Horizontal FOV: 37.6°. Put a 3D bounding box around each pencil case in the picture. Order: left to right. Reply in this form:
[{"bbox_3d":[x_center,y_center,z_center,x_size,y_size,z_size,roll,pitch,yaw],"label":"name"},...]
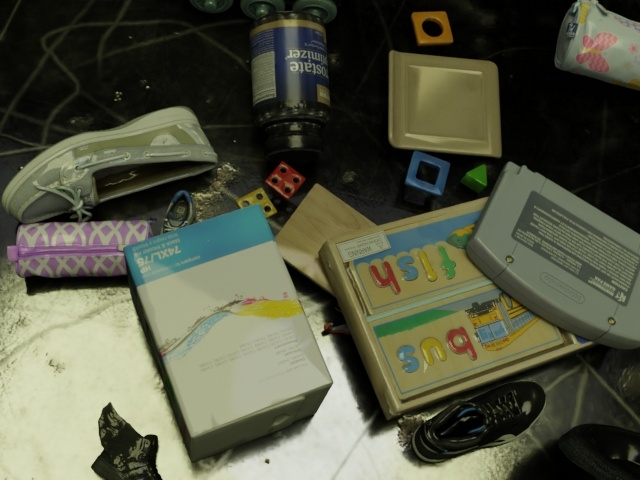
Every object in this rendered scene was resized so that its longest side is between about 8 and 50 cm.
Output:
[{"bbox_3d":[-0.340,0.014,1.364,0.206,0.088,0.086,-3,104,-6],"label":"pencil case"},{"bbox_3d":[0.539,-0.321,1.602,0.273,0.113,0.124,16,89,-2],"label":"pencil case"}]

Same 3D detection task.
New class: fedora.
[{"bbox_3d":[0.464,0.379,1.257,0.334,0.334,0.152,17,100,-1],"label":"fedora"}]

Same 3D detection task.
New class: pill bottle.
[{"bbox_3d":[-0.047,-0.238,1.477,0.123,0.123,0.219,-3,82,-9],"label":"pill bottle"}]

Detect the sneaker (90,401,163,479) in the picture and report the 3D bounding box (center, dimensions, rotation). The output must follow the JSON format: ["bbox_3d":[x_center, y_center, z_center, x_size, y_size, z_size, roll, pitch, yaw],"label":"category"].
[{"bbox_3d":[-0.244,0.302,1.281,0.170,0.051,0.089,30,72,9],"label":"sneaker"}]

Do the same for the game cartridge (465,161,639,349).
[{"bbox_3d":[0.371,0.029,1.409,0.297,0.062,0.198,32,64,-1],"label":"game cartridge"}]

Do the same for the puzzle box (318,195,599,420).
[{"bbox_3d":[0.229,0.079,1.401,0.409,0.052,0.272,-15,72,-23],"label":"puzzle box"}]

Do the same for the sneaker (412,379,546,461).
[{"bbox_3d":[0.242,0.251,1.328,0.217,0.121,0.079,-21,73,-15],"label":"sneaker"}]

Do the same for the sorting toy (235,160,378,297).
[{"bbox_3d":[0.000,0.000,1.433,0.274,0.046,0.132,35,68,0],"label":"sorting toy"}]

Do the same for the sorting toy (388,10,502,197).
[{"bbox_3d":[0.203,-0.222,1.557,0.196,0.047,0.347,6,68,-10],"label":"sorting toy"}]

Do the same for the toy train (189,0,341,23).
[{"bbox_3d":[-0.089,-0.458,1.533,0.334,0.190,0.142,6,68,-5],"label":"toy train"}]

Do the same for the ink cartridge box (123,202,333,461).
[{"bbox_3d":[-0.130,0.130,1.286,0.197,0.198,0.270,-19,71,-15],"label":"ink cartridge box"}]

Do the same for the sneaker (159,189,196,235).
[{"bbox_3d":[-0.220,-0.015,1.408,0.052,0.058,0.135,9,68,-4],"label":"sneaker"}]

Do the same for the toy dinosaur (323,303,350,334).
[{"bbox_3d":[0.050,0.131,1.397,0.082,0.047,0.090,-26,84,3],"label":"toy dinosaur"}]

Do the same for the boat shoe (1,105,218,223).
[{"bbox_3d":[-0.312,-0.099,1.401,0.320,0.118,0.103,-24,69,-23],"label":"boat shoe"}]
